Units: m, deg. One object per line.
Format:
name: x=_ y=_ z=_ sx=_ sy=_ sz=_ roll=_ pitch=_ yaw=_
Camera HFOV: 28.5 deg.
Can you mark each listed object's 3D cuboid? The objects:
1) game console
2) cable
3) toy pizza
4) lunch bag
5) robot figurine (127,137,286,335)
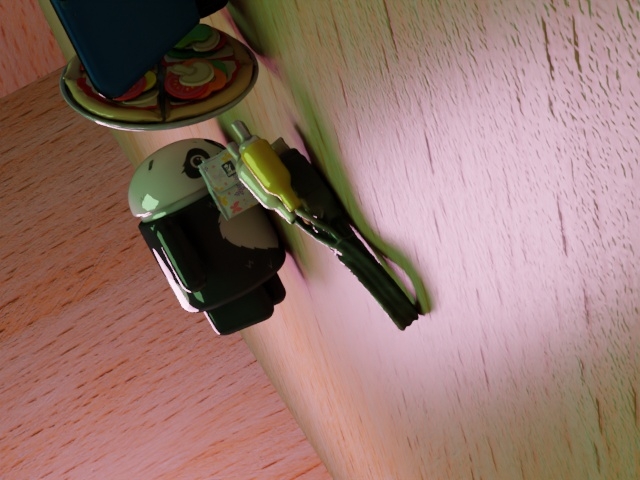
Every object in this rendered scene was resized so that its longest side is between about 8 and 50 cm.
game console: x=-0.225 y=-0.327 z=1.214 sx=0.250 sy=0.173 sz=0.293 roll=47 pitch=163 yaw=53
cable: x=0.000 y=0.000 z=1.295 sx=0.287 sy=0.072 sz=0.139 roll=56 pitch=175 yaw=27
toy pizza: x=-0.163 y=-0.176 z=1.272 sx=0.201 sy=0.201 sz=0.032 roll=51 pitch=151 yaw=46
lunch bag: x=-0.115 y=-0.080 z=1.660 sx=0.053 sy=0.071 sz=0.083 roll=47 pitch=163 yaw=60
robot figurine: x=-0.154 y=-0.010 z=1.780 sx=0.278 sy=0.173 sz=0.209 roll=63 pitch=165 yaw=-11
